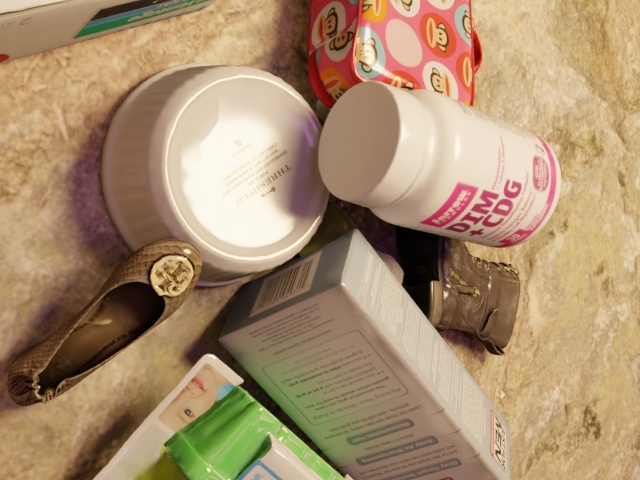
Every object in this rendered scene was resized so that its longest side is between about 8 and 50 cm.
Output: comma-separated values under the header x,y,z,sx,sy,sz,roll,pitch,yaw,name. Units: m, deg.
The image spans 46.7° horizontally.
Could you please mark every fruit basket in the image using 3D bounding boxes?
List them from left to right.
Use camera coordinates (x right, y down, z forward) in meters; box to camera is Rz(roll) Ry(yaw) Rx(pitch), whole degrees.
x,y,z,sx,sy,sz,roll,pitch,yaw,name
-0.133,0.357,0.838,0.327,0.165,0.353,48,70,-24,fruit basket

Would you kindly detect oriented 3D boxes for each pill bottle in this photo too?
x,y,z,sx,sy,sz,roll,pitch,yaw,name
0.146,-0.087,0.892,0.283,0.160,0.161,11,85,-39,pill bottle

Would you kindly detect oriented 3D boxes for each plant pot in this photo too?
x,y,z,sx,sy,sz,roll,pitch,yaw,name
0.000,0.000,0.975,0.079,0.083,0.083,-42,112,-13,plant pot

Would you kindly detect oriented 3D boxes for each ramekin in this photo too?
x,y,z,sx,sy,sz,roll,pitch,yaw,name
-0.108,-0.080,0.868,0.272,0.127,0.273,0,90,-33,ramekin

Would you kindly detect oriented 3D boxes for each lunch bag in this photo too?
x,y,z,sx,sy,sz,roll,pitch,yaw,name
0.114,-0.293,0.990,0.258,0.120,0.293,13,70,-33,lunch bag

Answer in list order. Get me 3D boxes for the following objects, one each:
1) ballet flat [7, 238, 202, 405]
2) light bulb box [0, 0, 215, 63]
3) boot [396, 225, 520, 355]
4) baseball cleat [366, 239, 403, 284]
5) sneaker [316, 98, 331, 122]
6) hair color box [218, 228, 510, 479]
x,y,z,sx,sy,sz,roll,pitch,yaw,name
-0.225,0.091,0.775,0.250,0.058,0.084,-37,117,2,ballet flat
-0.276,-0.381,0.698,0.357,0.225,0.361,-27,104,-30,light bulb box
0.221,0.037,1.120,0.229,0.091,0.263,11,86,-39,boot
0.088,0.099,1.031,0.109,0.072,0.206,-32,109,-32,baseball cleat
0.057,-0.180,1.026,0.152,0.053,0.061,12,68,-35,sneaker
0.069,0.185,0.937,0.374,0.185,0.114,52,30,-22,hair color box
